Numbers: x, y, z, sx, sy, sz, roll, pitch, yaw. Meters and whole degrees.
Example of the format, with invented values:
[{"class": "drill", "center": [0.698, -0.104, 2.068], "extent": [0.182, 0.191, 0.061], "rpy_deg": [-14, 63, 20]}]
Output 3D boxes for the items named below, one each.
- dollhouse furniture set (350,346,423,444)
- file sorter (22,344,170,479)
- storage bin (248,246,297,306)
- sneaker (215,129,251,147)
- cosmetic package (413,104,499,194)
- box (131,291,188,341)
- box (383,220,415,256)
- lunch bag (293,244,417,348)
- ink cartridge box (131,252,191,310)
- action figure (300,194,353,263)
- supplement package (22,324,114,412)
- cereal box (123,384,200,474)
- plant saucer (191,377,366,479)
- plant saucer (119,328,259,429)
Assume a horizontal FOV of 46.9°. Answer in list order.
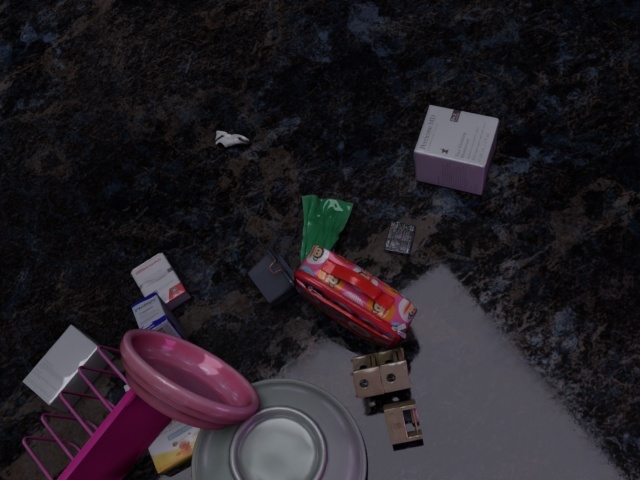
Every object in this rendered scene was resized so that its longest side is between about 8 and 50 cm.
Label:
[{"class": "dollhouse furniture set", "center": [0.151, 0.363, 1.715], "extent": [0.129, 0.129, 0.183], "rpy_deg": [-12, 95, 4]}, {"class": "file sorter", "center": [-0.502, 0.409, 1.696], "extent": [0.182, 0.202, 0.290], "rpy_deg": [38, 90, 28]}, {"class": "storage bin", "center": [-0.118, 0.098, 1.875], "extent": [0.091, 0.098, 0.135], "rpy_deg": [-40, 66, 2]}, {"class": "sneaker", "center": [-0.248, -0.281, 2.092], "extent": [0.109, 0.040, 0.043], "rpy_deg": [12, 85, 17]}, {"class": "cosmetic package", "center": [0.350, -0.233, 1.909], "extent": [0.184, 0.151, 0.151], "rpy_deg": [14, 68, 15]}, {"class": "box", "center": [-0.390, 0.216, 1.816], "extent": [0.072, 0.126, 0.137], "rpy_deg": [-34, 37, -6]}, {"class": "box", "center": [0.205, -0.005, 1.905], "extent": [0.067, 0.018, 0.083], "rpy_deg": [10, 68, 13]}, {"class": "lunch bag", "center": [0.080, 0.128, 1.713], "extent": [0.293, 0.258, 0.120], "rpy_deg": [32, 76, 6]}, {"class": "ink cartridge box", "center": [-0.417, 0.116, 1.928], "extent": [0.099, 0.056, 0.135], "rpy_deg": [-33, 66, -6]}, {"class": "action figure", "center": [0.000, 0.000, 1.910], "extent": [0.137, 0.063, 0.232], "rpy_deg": [6, 64, 10]}, {"class": "supplement package", "center": [-0.626, 0.320, 1.844], "extent": [0.105, 0.105, 0.179], "rpy_deg": [33, 76, 21]}, {"class": "cereal box", "center": [-0.355, 0.417, 1.789], "extent": [0.173, 0.047, 0.240], "rpy_deg": [-30, 66, -2]}, {"class": "plant saucer", "center": [-0.094, 0.487, 1.653], "extent": [0.401, 0.100, 0.400], "rpy_deg": [0, 59, 0]}, {"class": "plant saucer", "center": [-0.295, 0.311, 1.620], "extent": [0.332, 0.332, 0.084], "rpy_deg": [32, 95, 20]}]
